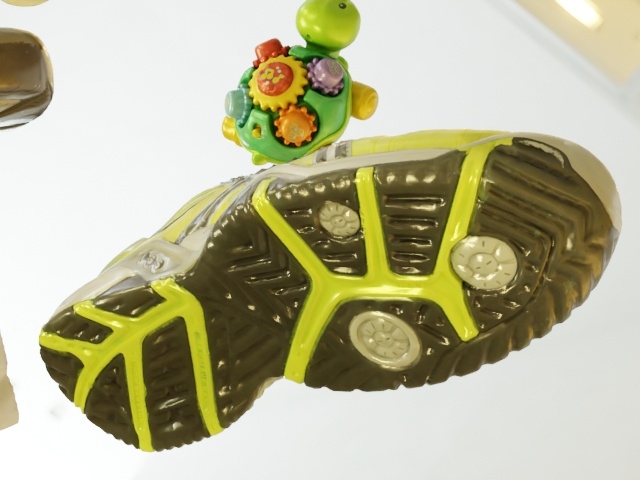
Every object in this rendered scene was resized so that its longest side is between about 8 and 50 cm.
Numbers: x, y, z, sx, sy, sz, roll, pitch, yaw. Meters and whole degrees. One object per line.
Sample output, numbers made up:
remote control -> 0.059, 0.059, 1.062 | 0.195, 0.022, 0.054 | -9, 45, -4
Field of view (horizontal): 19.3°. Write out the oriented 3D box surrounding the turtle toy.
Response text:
turtle toy -> -0.013, -0.106, 1.258 | 0.095, 0.130, 0.066 | 22, 164, 29

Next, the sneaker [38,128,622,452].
sneaker -> 0.000, 0.000, 1.033 | 0.145, 0.385, 0.147 | 55, -136, -21

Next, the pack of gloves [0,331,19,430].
pack of gloves -> -0.268, 0.039, 1.108 | 0.232, 0.046, 0.195 | -19, -84, -72

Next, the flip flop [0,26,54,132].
flip flop -> -0.185, -0.074, 0.565 | 0.112, 0.080, 0.277 | -8, -162, -39

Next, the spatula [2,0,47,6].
spatula -> -0.204, -0.222, 0.963 | 0.242, 0.168, 0.019 | 61, 168, -15
